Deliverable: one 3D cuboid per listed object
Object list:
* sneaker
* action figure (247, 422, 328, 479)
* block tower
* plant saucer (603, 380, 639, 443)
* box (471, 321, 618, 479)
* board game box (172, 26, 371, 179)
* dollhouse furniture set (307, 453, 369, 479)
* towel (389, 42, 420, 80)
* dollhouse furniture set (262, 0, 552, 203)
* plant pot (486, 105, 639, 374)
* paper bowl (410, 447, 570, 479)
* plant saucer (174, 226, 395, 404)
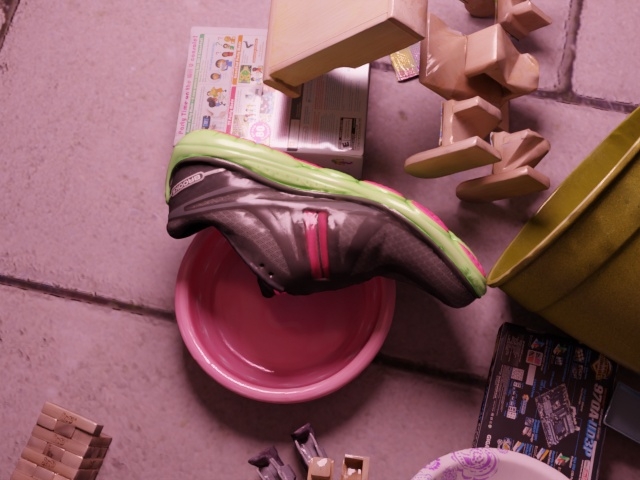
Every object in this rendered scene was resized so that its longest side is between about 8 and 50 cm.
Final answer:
[{"bbox_3d":[0.000,0.000,1.113,0.482,0.185,0.202,20,93,13],"label":"sneaker"},{"bbox_3d":[0.013,0.406,1.091,0.185,0.099,0.285,-31,76,-11],"label":"action figure"},{"bbox_3d":[-0.412,0.408,1.120,0.091,0.097,0.335,20,77,9],"label":"block tower"},{"bbox_3d":[0.489,0.274,1.113,0.192,0.018,0.067,29,73,-4],"label":"plant saucer"},{"bbox_3d":[0.326,0.246,1.142,0.175,0.051,0.220,14,74,8],"label":"box"},{"bbox_3d":[-0.073,-0.229,1.295,0.303,0.097,0.224,4,72,4],"label":"board game box"},{"bbox_3d":[-0.035,0.360,1.028,0.182,0.101,0.161,7,55,3],"label":"dollhouse furniture set"},{"bbox_3d":[0.163,-0.310,1.349,0.083,0.009,0.060,-19,72,-3],"label":"towel"},{"bbox_3d":[0.146,-0.277,1.203,0.256,0.394,0.362,-11,67,44],"label":"dollhouse furniture set"},{"bbox_3d":[0.481,0.039,1.063,0.353,0.366,0.366,41,79,5],"label":"plant pot"},{"bbox_3d":[0.220,0.421,0.994,0.284,0.148,0.284,3,44,-3],"label":"paper bowl"},{"bbox_3d":[-0.052,0.085,1.201,0.332,0.084,0.332,-1,73,3],"label":"plant saucer"}]
